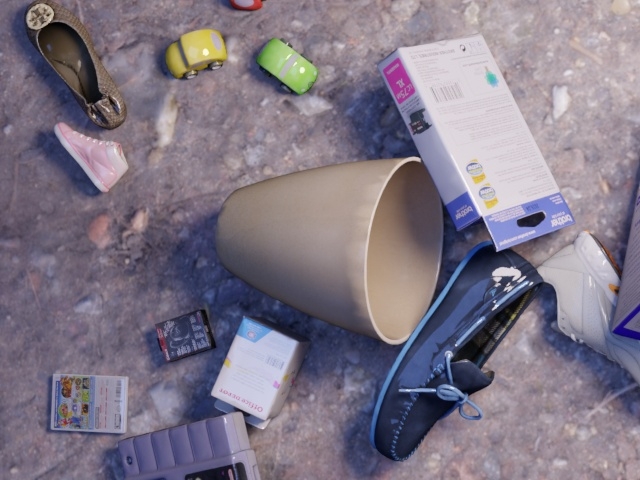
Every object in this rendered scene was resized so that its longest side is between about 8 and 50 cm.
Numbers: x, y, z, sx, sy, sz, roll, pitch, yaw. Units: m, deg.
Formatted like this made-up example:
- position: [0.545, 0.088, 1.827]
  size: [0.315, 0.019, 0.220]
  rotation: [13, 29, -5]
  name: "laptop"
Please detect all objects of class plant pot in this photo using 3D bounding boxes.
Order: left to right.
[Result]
- position: [0.000, 0.000, 1.638]
  size: [0.274, 0.256, 0.256]
  rotation: [7, 87, 29]
  name: "plant pot"

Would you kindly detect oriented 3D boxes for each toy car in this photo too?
- position: [-0.101, -0.305, 1.757]
  size: [0.225, 0.053, 0.239]
  rotation: [38, 94, 12]
  name: "toy car"

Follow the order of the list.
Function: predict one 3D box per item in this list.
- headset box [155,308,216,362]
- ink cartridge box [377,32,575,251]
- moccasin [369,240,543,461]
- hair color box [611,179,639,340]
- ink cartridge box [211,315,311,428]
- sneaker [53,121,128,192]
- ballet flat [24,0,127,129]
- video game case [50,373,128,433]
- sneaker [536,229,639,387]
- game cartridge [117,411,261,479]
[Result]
- position: [-0.208, 0.146, 1.757]
  size: [0.083, 0.032, 0.062]
  rotation: [-20, 82, 11]
  name: "headset box"
- position: [0.219, -0.134, 1.617]
  size: [0.065, 0.186, 0.311]
  rotation: [-38, 75, 46]
  name: "ink cartridge box"
- position: [0.187, 0.165, 1.608]
  size: [0.117, 0.138, 0.342]
  rotation: [32, 97, 31]
  name: "moccasin"
- position: [0.477, -0.046, 1.502]
  size: [0.110, 0.185, 0.338]
  rotation: [13, 72, 3]
  name: "hair color box"
- position: [-0.090, 0.194, 1.699]
  size: [0.092, 0.090, 0.143]
  rotation: [24, 92, 13]
  name: "ink cartridge box"
- position: [-0.350, -0.145, 1.800]
  size: [0.070, 0.051, 0.134]
  rotation: [-40, 83, 5]
  name: "sneaker"
- position: [-0.387, -0.279, 1.812]
  size: [0.084, 0.058, 0.249]
  rotation: [-35, 80, 7]
  name: "ballet flat"
- position: [-0.357, 0.251, 1.791]
  size: [0.122, 0.011, 0.087]
  rotation: [1, 87, 12]
  name: "video game case"
- position: [0.392, 0.123, 1.611]
  size: [0.121, 0.099, 0.262]
  rotation: [-32, 73, 15]
  name: "sneaker"
- position: [-0.166, 0.440, 1.673]
  size: [0.230, 0.068, 0.355]
  rotation: [-20, 81, 38]
  name: "game cartridge"
